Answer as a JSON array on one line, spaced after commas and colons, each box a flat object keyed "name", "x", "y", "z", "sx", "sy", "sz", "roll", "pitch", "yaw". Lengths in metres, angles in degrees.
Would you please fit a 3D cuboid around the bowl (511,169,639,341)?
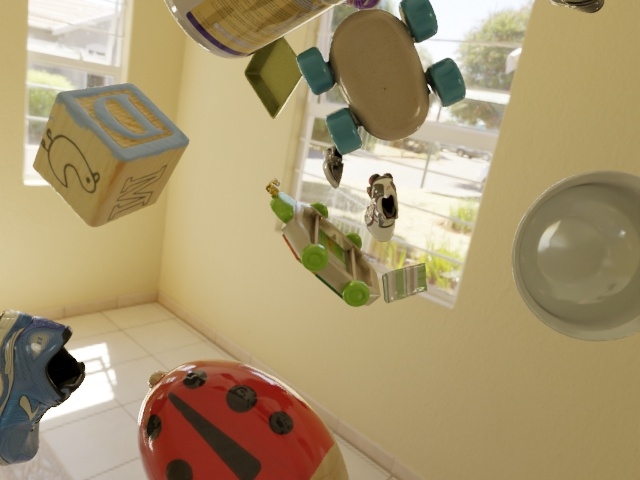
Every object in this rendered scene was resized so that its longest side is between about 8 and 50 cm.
[{"name": "bowl", "x": 0.478, "y": 0.024, "z": 0.903, "sx": 0.298, "sy": 0.297, "sz": 0.134, "roll": 11, "pitch": 4, "yaw": 1}]

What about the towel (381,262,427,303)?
[{"name": "towel", "x": 0.275, "y": 0.139, "z": 1.609, "sx": 0.152, "sy": 0.113, "sz": 0.023, "roll": -15, "pitch": 28, "yaw": -11}]

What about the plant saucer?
[{"name": "plant saucer", "x": -0.119, "y": -0.471, "z": 1.389, "sx": 0.045, "sy": 0.188, "sz": 0.188, "roll": -14, "pitch": 66, "yaw": -44}]

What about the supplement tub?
[{"name": "supplement tub", "x": -0.079, "y": -0.470, "z": 0.812, "sx": 0.332, "sy": 0.240, "sz": 0.241, "roll": -13, "pitch": -1, "yaw": 36}]

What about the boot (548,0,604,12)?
[{"name": "boot", "x": 0.516, "y": -0.582, "z": 1.130, "sx": 0.247, "sy": 0.083, "sz": 0.161, "roll": 31, "pitch": 15, "yaw": 22}]

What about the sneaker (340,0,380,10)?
[{"name": "sneaker", "x": 0.089, "y": -0.673, "z": 1.365, "sx": 0.170, "sy": 0.068, "sz": 0.071, "roll": 17, "pitch": 15, "yaw": 30}]

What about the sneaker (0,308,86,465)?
[{"name": "sneaker", "x": -0.506, "y": 0.278, "z": 0.884, "sx": 0.147, "sy": 0.329, "sz": 0.129, "roll": 11, "pitch": 27, "yaw": -17}]

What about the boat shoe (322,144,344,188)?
[{"name": "boat shoe", "x": 0.032, "y": -0.172, "z": 1.115, "sx": 0.049, "sy": 0.040, "sz": 0.142, "roll": 41, "pitch": 28, "yaw": -34}]

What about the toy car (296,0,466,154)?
[{"name": "toy car", "x": 0.103, "y": -0.274, "z": 0.872, "sx": 0.219, "sy": 0.210, "sz": 0.238, "roll": -25, "pitch": 6, "yaw": 9}]

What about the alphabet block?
[{"name": "alphabet block", "x": -0.423, "y": -0.177, "z": 1.011, "sx": 0.192, "sy": 0.197, "sz": 0.193, "roll": 45, "pitch": 34, "yaw": 6}]

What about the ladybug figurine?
[{"name": "ladybug figurine", "x": -0.150, "y": 0.380, "z": 0.882, "sx": 0.450, "sy": 0.305, "sz": 0.161, "roll": 32, "pitch": -21, "yaw": 15}]

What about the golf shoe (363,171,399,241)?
[{"name": "golf shoe", "x": 0.201, "y": -0.085, "z": 1.600, "sx": 0.105, "sy": 0.272, "sz": 0.120, "roll": -14, "pitch": 41, "yaw": -4}]

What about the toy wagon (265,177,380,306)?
[{"name": "toy wagon", "x": 0.000, "y": 0.000, "z": 1.106, "sx": 0.344, "sy": 0.068, "sz": 0.267, "roll": 41, "pitch": 19, "yaw": -16}]
